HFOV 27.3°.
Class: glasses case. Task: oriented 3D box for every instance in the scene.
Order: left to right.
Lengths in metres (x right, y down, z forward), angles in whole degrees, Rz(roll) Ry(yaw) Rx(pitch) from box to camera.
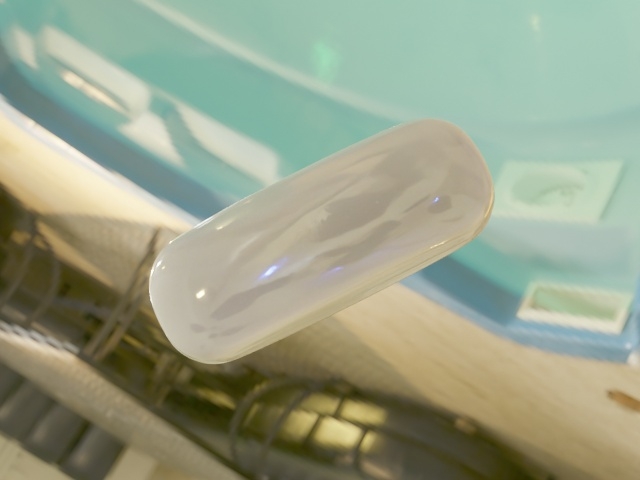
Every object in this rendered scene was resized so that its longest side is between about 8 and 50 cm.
[{"bbox_3d":[0.000,0.000,0.716,0.076,0.197,0.049,63,-179,18],"label":"glasses case"}]
